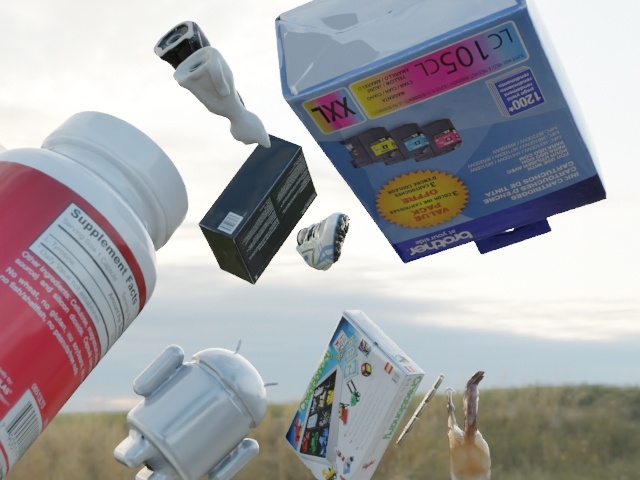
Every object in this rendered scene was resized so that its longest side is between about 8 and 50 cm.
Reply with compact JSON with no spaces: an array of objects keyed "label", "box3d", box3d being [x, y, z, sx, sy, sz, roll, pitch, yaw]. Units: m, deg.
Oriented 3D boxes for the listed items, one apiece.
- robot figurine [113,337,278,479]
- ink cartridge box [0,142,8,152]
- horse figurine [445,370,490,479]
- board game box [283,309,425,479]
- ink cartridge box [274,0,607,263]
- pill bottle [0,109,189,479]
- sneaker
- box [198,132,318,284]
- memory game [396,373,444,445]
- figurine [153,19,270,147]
[{"label":"robot figurine","box3d":[-0.253,0.360,2.229,0.353,0.300,0.200,-40,16,-21]},{"label":"ink cartridge box","box3d":[-0.341,-0.019,1.381,0.275,0.060,0.239,40,2,-13]},{"label":"horse figurine","box3d":[0.222,0.327,1.598,0.066,0.263,0.174,-6,24,3]},{"label":"board game box","box3d":[0.055,0.305,1.981,0.053,0.305,0.193,1,33,-42]},{"label":"ink cartridge box","box3d":[0.159,-0.132,1.252,0.270,0.151,0.395,-19,-39,19]},{"label":"pill bottle","box3d":[-0.314,0.055,1.100,0.229,0.407,0.229,21,-39,18]},{"label":"sneaker","box3d":[0.000,0.000,1.950,0.086,0.085,0.237,20,-17,-3]},{"label":"box","box3d":[-0.127,-0.067,2.306,0.103,0.261,0.184,22,-26,27]},{"label":"memory game","box3d":[0.218,0.370,2.373,0.012,0.186,0.186,33,-6,8]},{"label":"figurine","box3d":[-0.179,-0.264,1.924,0.092,0.215,0.209,-40,-52,2]}]
